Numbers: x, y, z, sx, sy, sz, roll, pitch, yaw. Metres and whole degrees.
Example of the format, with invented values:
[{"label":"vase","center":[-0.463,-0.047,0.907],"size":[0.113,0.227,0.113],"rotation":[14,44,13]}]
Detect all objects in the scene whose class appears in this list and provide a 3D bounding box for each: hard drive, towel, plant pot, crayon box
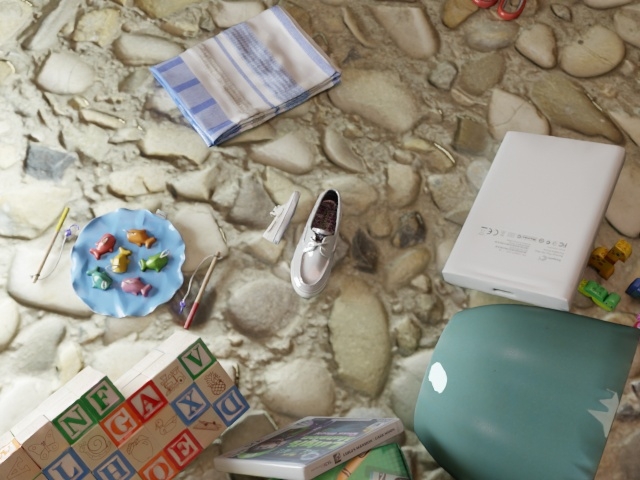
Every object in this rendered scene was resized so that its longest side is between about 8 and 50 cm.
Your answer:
[{"label":"hard drive","center":[0.348,-0.042,1.313],"size":[0.203,0.040,0.307],"rotation":[13,59,29]},{"label":"towel","center":[-0.129,-0.299,1.441],"size":[0.285,0.034,0.209],"rotation":[-31,69,-19]},{"label":"plant pot","center":[0.265,0.218,1.088],"size":[0.235,0.293,0.293],"rotation":[18,61,21]},{"label":"crayon box","center":[-0.028,0.352,1.044],"size":[0.278,0.165,0.081],"rotation":[-13,65,-12]}]

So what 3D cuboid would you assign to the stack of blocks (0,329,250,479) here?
[{"label":"stack of blocks","center":[-0.262,0.248,1.071],"size":[0.297,0.087,0.171],"rotation":[-40,110,-23]}]

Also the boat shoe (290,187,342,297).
[{"label":"boat shoe","center":[0.000,0.000,1.283],"size":[0.066,0.063,0.184],"rotation":[20,63,4]}]

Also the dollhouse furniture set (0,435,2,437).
[{"label":"dollhouse furniture set","center":[-0.488,0.296,1.066],"size":[0.151,0.076,0.058],"rotation":[-3,27,-6]}]

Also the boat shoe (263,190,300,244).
[{"label":"boat shoe","center":[-0.064,-0.042,1.316],"size":[0.035,0.035,0.100],"rotation":[24,70,3]}]

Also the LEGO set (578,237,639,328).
[{"label":"LEGO set","center":[0.470,0.057,1.286],"size":[0.227,0.093,0.087],"rotation":[37,65,13]}]

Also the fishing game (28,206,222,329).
[{"label":"fishing game","center":[-0.296,0.028,1.253],"size":[0.264,0.041,0.189],"rotation":[20,65,4]}]

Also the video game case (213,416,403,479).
[{"label":"video game case","center":[-0.017,0.265,1.053],"size":[0.173,0.190,0.022],"rotation":[-15,92,-42]}]

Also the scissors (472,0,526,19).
[{"label":"scissors","center":[0.380,-0.560,1.636],"size":[0.109,0.021,0.297],"rotation":[18,62,6]}]
